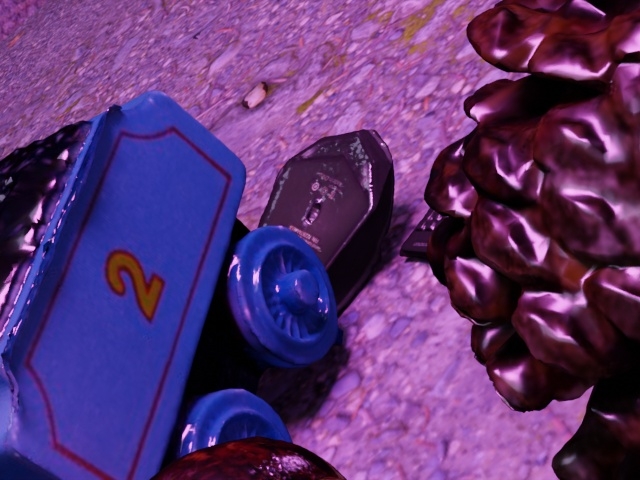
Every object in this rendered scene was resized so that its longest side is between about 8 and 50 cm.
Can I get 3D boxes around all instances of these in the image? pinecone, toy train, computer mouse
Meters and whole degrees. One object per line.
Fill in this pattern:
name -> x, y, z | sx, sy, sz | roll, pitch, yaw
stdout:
pinecone -> 0.193, -0.013, 0.588 | 0.298, 0.242, 0.296 | 33, 98, 23
toy train -> -0.136, 0.075, 0.878 | 0.188, 0.265, 0.300 | -20, 42, 37
computer mouse -> 0.000, 0.000, 1.034 | 0.106, 0.062, 0.192 | 32, 94, 41

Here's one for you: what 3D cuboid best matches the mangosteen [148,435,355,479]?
mangosteen -> -0.033, 0.196, 0.697 | 0.172, 0.172, 0.184 | -41, 52, 3

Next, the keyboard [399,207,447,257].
keyboard -> 0.151, -0.014, 0.908 | 0.250, 0.017, 0.087 | 4, 50, 55
